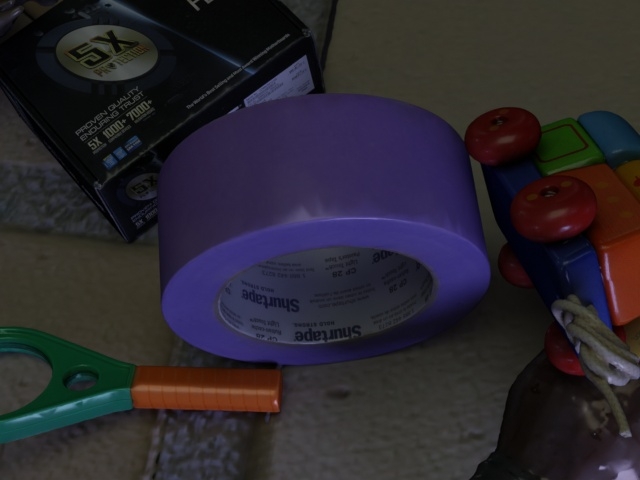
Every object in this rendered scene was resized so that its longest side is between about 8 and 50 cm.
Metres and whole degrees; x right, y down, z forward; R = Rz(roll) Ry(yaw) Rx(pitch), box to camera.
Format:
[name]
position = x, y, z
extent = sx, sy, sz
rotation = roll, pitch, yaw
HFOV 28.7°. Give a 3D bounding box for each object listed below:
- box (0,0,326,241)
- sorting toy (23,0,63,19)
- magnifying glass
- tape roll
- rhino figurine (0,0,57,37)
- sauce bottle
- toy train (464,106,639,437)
[box]
position = -0.113, -0.115, 0.867
extent = 0.180, 0.077, 0.147
rotation = -37, 63, -11
[sorting toy]
position = -0.204, -0.196, 0.961
extent = 0.083, 0.012, 0.062
rotation = 40, 79, 21
[magnifying glass]
position = -0.140, 0.092, 0.782
extent = 0.231, 0.026, 0.092
rotation = 0, 36, 4
[tape roll]
position = 0.000, 0.000, 0.727
extent = 0.189, 0.189, 0.080
rotation = -8, 63, 4
[rhino figurine]
position = -0.249, -0.167, 0.867
extent = 0.106, 0.073, 0.243
rotation = -45, 29, -16
[sauce bottle]
position = 0.182, 0.077, 0.706
extent = 0.344, 0.111, 0.111
rotation = -42, 65, -12
[toy train]
position = 0.173, 0.003, 0.623
extent = 0.143, 0.105, 0.248
rotation = -20, 30, 1
